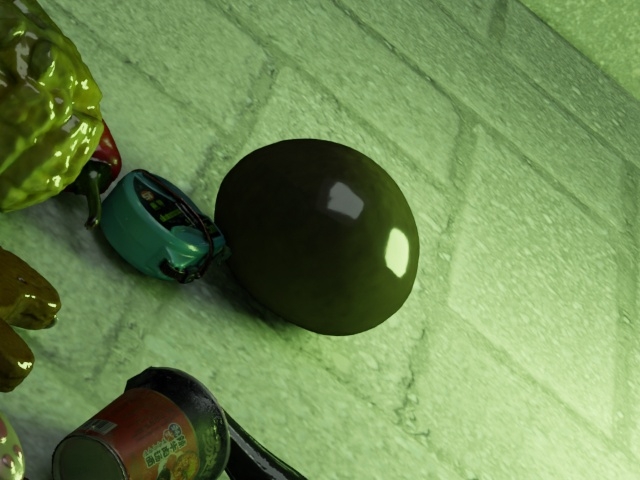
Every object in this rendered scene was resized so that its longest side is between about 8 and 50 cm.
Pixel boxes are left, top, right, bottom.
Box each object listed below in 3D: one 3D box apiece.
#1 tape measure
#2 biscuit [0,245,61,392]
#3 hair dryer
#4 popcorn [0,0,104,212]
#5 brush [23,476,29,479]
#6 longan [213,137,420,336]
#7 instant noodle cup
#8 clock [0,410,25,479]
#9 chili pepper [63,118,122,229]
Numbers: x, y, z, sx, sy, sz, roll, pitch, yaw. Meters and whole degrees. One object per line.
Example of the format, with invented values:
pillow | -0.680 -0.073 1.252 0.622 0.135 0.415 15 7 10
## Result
tape measure | -0.176 -0.015 2.071 0.146 0.081 0.125 47 22 9
biscuit | -0.369 0.036 1.635 0.283 0.064 0.432 39 9 -7
hair dryer | -0.053 0.259 1.776 0.195 0.075 0.219 49 11 -6
popcorn | -0.340 -0.139 1.893 0.249 0.225 0.249 44 -4 4
brush | -0.242 0.249 1.592 0.321 0.060 0.050 48 15 12
longan | 0.000 0.000 2.168 0.246 0.215 0.246 56 -15 23
instant noodle cup | -0.169 0.193 1.725 0.127 0.127 0.135 48 34 11
clock | -0.311 0.245 1.390 0.284 0.114 0.309 22 38 -56
chili pepper | -0.330 -0.151 2.078 0.368 0.092 0.137 43 43 17
